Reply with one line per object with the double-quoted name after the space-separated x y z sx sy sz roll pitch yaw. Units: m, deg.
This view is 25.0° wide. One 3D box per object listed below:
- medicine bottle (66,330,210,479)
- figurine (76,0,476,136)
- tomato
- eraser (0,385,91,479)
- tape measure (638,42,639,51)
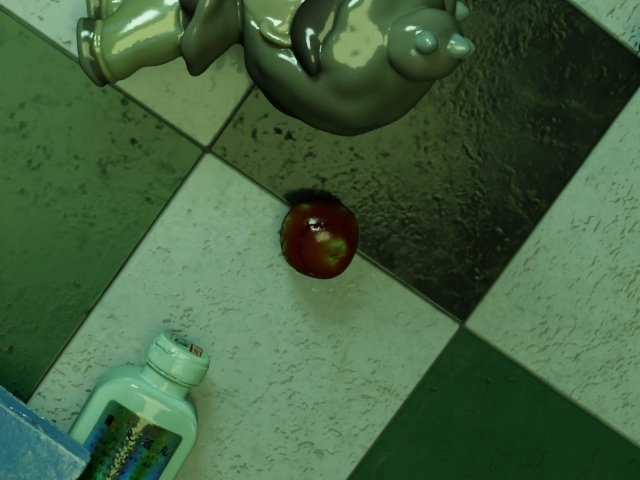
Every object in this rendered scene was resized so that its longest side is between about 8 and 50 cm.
-0.199 0.207 1.533 0.121 0.083 0.229 30 98 -9 "medicine bottle"
-0.042 -0.206 1.399 0.380 0.248 0.203 1 110 1 "figurine"
0.000 0.000 1.526 0.087 0.075 0.087 -4 108 -12 "tomato"
-0.398 0.186 1.476 0.312 0.042 0.144 36 97 -4 "eraser"
0.399 -0.187 1.531 0.074 0.125 0.118 -49 124 2 "tape measure"
